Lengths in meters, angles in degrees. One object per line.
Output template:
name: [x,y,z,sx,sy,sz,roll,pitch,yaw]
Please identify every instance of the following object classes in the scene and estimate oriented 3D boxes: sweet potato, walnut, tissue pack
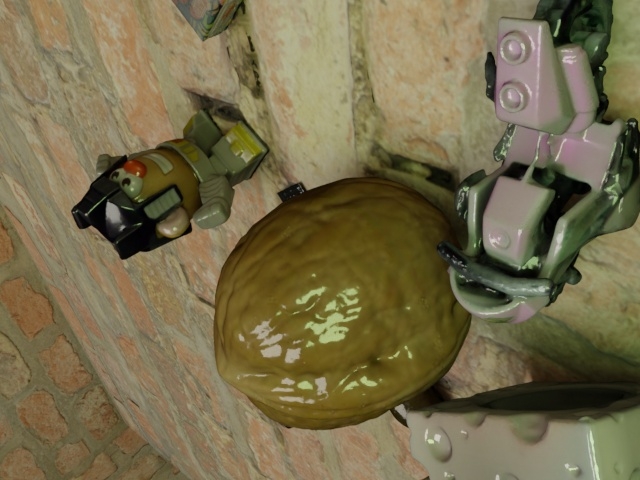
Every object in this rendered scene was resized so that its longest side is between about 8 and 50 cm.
sweet potato: [0.136,0.254,0.986,0.286,0.085,0.112,52,151,-2]
walnut: [0.024,0.080,0.729,0.332,0.333,0.333,30,142,27]
tissue pack: [-0.164,-0.354,0.767,0.148,0.060,0.108,54,148,-4]

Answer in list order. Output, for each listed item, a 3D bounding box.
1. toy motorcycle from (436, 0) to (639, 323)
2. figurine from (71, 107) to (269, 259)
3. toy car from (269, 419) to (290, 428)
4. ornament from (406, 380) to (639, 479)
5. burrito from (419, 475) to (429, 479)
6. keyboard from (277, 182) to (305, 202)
toy motorcycle: [0.192,-0.049,0.531,0.143,0.188,0.327,28,141,41]
figurine: [-0.234,-0.084,0.918,0.308,0.308,0.143,6,132,47]
toy car: [-0.119,0.349,1.375,0.209,0.089,0.108,44,147,12]
ornament: [0.273,0.287,0.643,0.240,0.239,0.240,-19,76,55]
burrito: [0.268,0.424,0.948,0.332,0.190,0.135,-39,55,54]
keyboard: [0.000,0.000,0.965,0.067,0.011,0.202,-15,111,53]
